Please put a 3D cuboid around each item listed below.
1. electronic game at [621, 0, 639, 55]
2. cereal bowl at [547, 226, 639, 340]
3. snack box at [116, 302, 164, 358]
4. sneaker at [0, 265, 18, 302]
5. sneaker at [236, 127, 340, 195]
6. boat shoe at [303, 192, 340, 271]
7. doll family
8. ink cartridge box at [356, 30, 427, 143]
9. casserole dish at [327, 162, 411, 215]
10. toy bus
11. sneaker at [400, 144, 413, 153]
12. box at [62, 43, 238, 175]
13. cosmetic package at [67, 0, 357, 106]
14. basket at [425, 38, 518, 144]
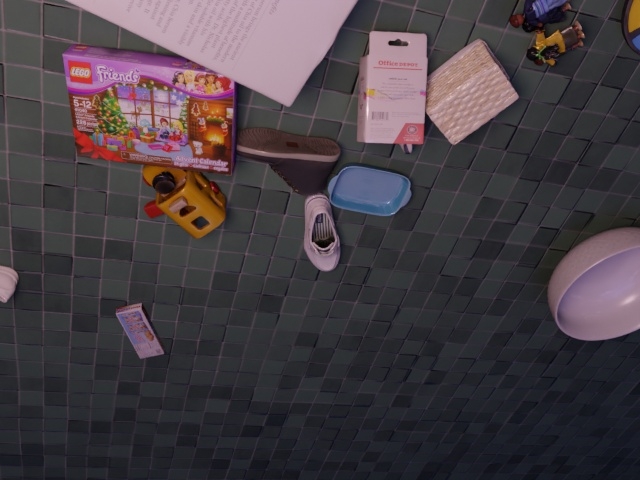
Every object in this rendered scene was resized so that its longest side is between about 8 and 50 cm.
[{"bbox_3d":[0.675,-0.445,1.176,0.229,0.048,0.229,-5,131,-6],"label":"electronic game"},{"bbox_3d":[0.729,0.092,1.591,0.339,0.141,0.339,-5,131,-5],"label":"cereal bowl"},{"bbox_3d":[-0.446,0.227,1.571,0.064,0.022,0.178,-11,132,0],"label":"snack box"},{"bbox_3d":[-0.767,0.094,1.348,0.212,0.094,0.080,4,131,-14],"label":"sneaker"},{"bbox_3d":[-0.078,-0.150,1.271,0.222,0.083,0.118,7,134,-12],"label":"sneaker"},{"bbox_3d":[0.000,0.000,1.419,0.083,0.076,0.226,-13,132,1],"label":"boat shoe"},{"bbox_3d":[0.415,-0.390,1.165,0.111,0.076,0.193,-25,125,17],"label":"doll family"},{"bbox_3d":[0.133,-0.281,1.175,0.115,0.067,0.198,0,100,-11],"label":"ink cartridge box"},{"bbox_3d":[0.104,-0.114,1.366,0.188,0.037,0.114,9,128,-17],"label":"casserole dish"},{"bbox_3d":[-0.281,-0.095,1.267,0.202,0.104,0.191,2,130,-13],"label":"toy bus"},{"bbox_3d":[0.145,-0.228,1.272,0.058,0.052,0.135,-20,123,16],"label":"sneaker"},{"bbox_3d":[-0.297,-0.231,1.137,0.293,0.057,0.201,7,127,-1],"label":"box"},{"bbox_3d":[-0.190,-0.419,0.963,0.453,0.161,0.230,22,123,-26],"label":"cosmetic package"},{"bbox_3d":[0.278,-0.279,1.210,0.167,0.103,0.113,-36,127,21],"label":"basket"}]
